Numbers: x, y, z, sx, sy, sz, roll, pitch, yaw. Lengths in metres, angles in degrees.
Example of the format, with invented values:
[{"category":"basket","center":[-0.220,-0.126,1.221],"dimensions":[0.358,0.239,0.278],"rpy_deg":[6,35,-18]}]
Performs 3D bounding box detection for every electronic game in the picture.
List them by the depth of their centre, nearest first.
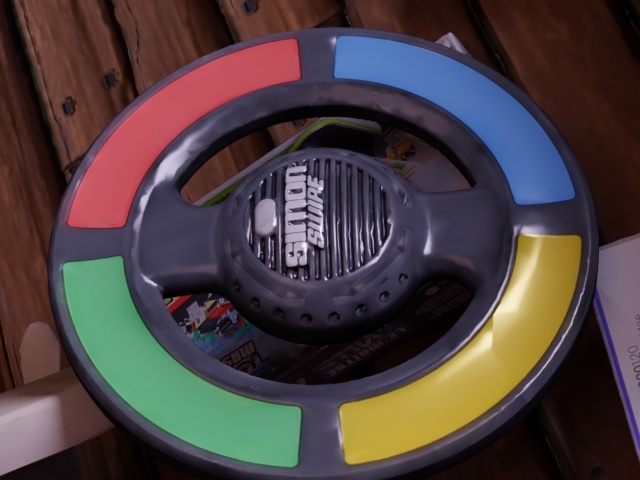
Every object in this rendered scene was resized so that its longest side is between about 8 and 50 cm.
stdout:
[{"category":"electronic game","center":[0.000,0.000,0.592],"dimensions":[0.229,0.048,0.229],"rpy_deg":[-3,57,4]}]

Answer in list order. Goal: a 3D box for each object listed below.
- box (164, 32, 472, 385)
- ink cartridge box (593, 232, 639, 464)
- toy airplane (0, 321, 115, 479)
[{"category":"box","center":[0.005,0.003,0.683],"dimensions":[0.207,0.036,0.114],"rpy_deg":[-33,58,13]},{"category":"ink cartridge box","center":[0.223,0.063,0.532],"dimensions":[0.208,0.045,0.206],"rpy_deg":[-21,60,18]},{"category":"toy airplane","center":[-0.302,0.152,0.650],"dimensions":[0.386,0.272,0.384],"rpy_deg":[7,40,45]}]
